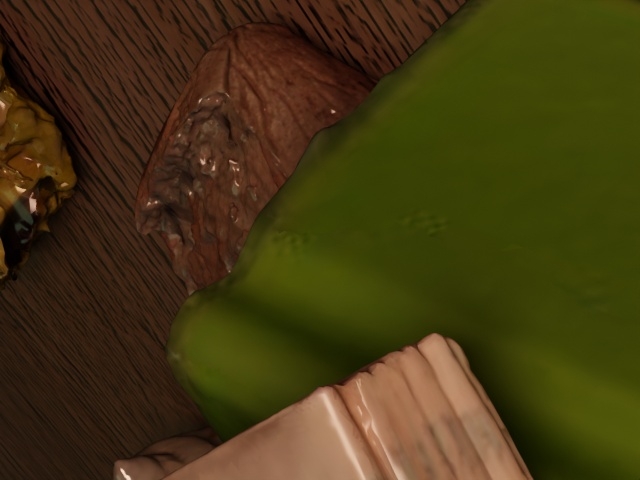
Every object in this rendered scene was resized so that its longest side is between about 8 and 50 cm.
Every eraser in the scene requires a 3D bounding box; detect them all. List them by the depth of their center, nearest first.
[{"bbox_3d":[0.115,0.035,0.514,0.274,0.210,0.092,23,147,35],"label":"eraser"}]

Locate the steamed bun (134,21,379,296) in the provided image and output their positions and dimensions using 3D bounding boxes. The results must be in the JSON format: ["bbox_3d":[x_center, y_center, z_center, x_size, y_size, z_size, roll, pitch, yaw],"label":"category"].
[{"bbox_3d":[0.000,0.000,0.742,0.175,0.106,0.145,46,154,3],"label":"steamed bun"}]

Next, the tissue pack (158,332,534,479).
[{"bbox_3d":[0.045,0.199,0.451,0.170,0.071,0.325,-36,80,46],"label":"tissue pack"}]

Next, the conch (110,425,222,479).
[{"bbox_3d":[-0.047,0.191,1.113,0.158,0.127,0.255,-12,148,27],"label":"conch"}]

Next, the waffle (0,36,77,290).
[{"bbox_3d":[-0.254,-0.078,1.057,0.307,0.060,0.312,33,152,28],"label":"waffle"}]
